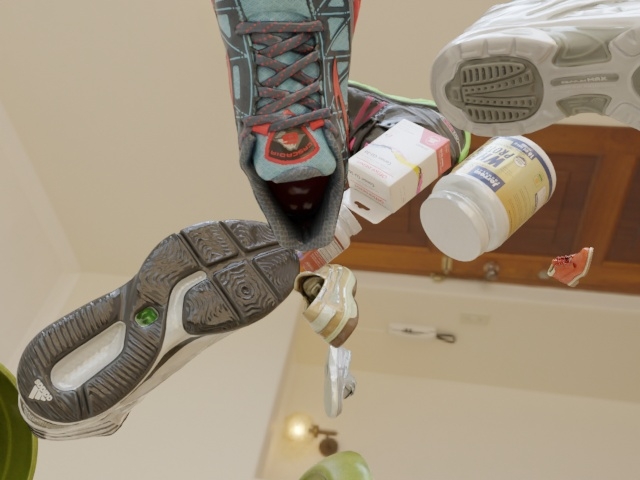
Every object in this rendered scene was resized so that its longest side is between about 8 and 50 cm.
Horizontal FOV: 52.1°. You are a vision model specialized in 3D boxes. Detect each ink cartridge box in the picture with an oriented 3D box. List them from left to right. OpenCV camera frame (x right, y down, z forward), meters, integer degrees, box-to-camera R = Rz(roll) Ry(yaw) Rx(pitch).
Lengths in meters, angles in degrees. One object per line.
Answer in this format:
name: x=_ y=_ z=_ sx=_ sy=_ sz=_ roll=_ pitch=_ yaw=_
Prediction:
ink cartridge box: x=0.127 y=-0.127 z=1.179 sx=0.198 sy=0.115 sz=0.067 roll=-39 pitch=-40 yaw=-22

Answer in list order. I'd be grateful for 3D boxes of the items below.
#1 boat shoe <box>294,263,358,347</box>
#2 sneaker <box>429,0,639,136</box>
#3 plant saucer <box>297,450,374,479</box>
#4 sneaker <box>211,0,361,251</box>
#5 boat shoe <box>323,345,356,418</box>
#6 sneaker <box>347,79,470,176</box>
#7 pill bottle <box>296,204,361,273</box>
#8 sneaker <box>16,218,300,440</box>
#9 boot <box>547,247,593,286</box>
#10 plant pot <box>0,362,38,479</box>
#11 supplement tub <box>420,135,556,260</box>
boat shoe: x=0.002 y=0.061 z=0.804 sx=0.068 sy=0.072 sz=0.190 roll=-55 pitch=11 yaw=8
sneaker: x=0.192 y=-0.128 z=0.410 sx=0.090 sy=0.232 sz=0.115 roll=74 pitch=-147 yaw=-45
plant saucer: x=-0.013 y=0.345 z=0.712 sx=0.241 sy=0.037 sz=0.241 roll=-59 pitch=16 yaw=30
sneaker: x=-0.013 y=-0.098 z=0.451 sx=0.262 sy=0.104 sz=0.125 roll=81 pitch=-179 yaw=-46
boat shoe: x=0.054 y=0.354 z=1.658 sx=0.228 sy=0.081 sz=0.079 roll=-88 pitch=12 yaw=-54
sneaker: x=0.101 y=-0.249 z=1.514 sx=0.202 sy=0.482 sz=0.185 roll=-68 pitch=-20 yaw=-49
pill bottle: x=0.000 y=0.000 z=1.760 sx=0.121 sy=0.216 sz=0.121 roll=51 pitch=178 yaw=2
sneaker: x=-0.242 y=0.133 z=0.972 sx=0.447 sy=0.169 sz=0.257 roll=-31 pitch=-9 yaw=-37
boot: x=0.657 y=0.062 z=1.718 sx=0.158 sy=0.084 sz=0.059 roll=102 pitch=-167 yaw=-55
plant pot: x=-0.719 y=0.345 z=1.058 sx=0.366 sy=0.352 sz=0.367 roll=11 pitch=-104 yaw=-48
supplement tub: x=0.433 y=-0.112 z=1.704 sx=0.316 sy=0.228 sz=0.228 roll=-38 pitch=-36 yaw=-26
